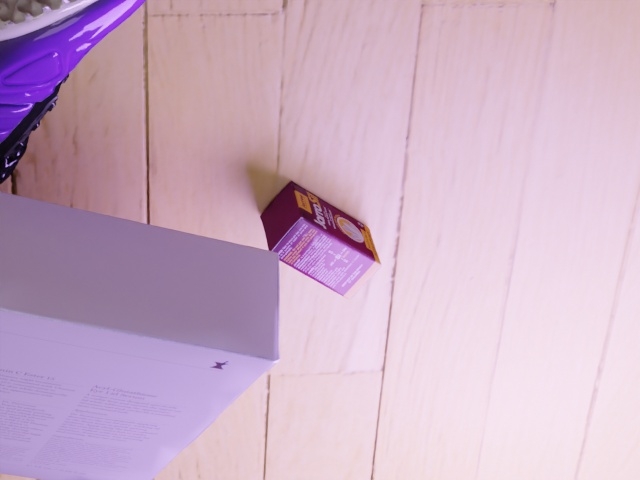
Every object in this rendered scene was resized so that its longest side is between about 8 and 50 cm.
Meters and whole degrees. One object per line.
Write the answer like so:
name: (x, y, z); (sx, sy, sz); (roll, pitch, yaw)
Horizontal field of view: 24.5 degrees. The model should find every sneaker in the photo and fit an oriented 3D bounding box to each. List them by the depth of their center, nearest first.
sneaker: (-0.229, -0.109, 1.006); (0.293, 0.102, 0.146); (-28, 143, 4)

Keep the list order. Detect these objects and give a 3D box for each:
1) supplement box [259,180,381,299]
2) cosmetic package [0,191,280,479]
supplement box: (0.000, 0.000, 1.146); (0.083, 0.055, 0.043); (30, 115, -28)
cosmetic package: (-0.255, 0.070, 1.053); (0.377, 0.097, 0.284); (13, 150, -23)
